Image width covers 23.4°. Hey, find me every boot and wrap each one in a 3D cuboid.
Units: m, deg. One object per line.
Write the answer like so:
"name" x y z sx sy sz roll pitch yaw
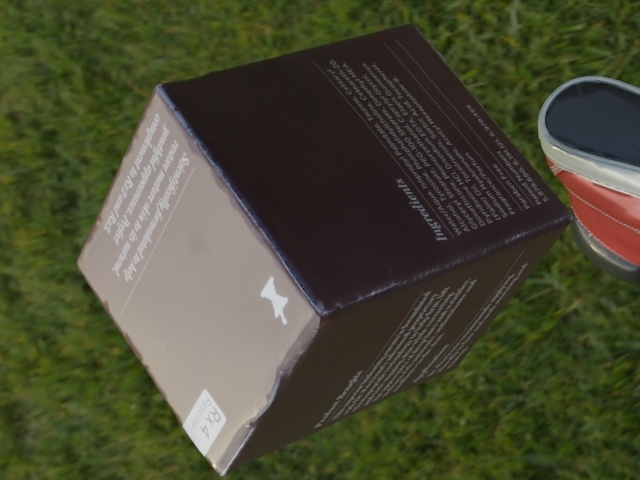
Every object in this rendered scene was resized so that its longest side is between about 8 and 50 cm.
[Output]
"boot" 0.264 -0.002 1.016 0.244 0.176 0.088 28 70 32

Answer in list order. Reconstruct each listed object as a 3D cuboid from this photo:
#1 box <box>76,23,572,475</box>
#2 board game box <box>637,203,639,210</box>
"box" 0.000 0.000 0.915 0.167 0.203 0.168 54 138 20
"board game box" 0.225 -0.117 0.286 0.336 0.079 0.254 -63 21 2
